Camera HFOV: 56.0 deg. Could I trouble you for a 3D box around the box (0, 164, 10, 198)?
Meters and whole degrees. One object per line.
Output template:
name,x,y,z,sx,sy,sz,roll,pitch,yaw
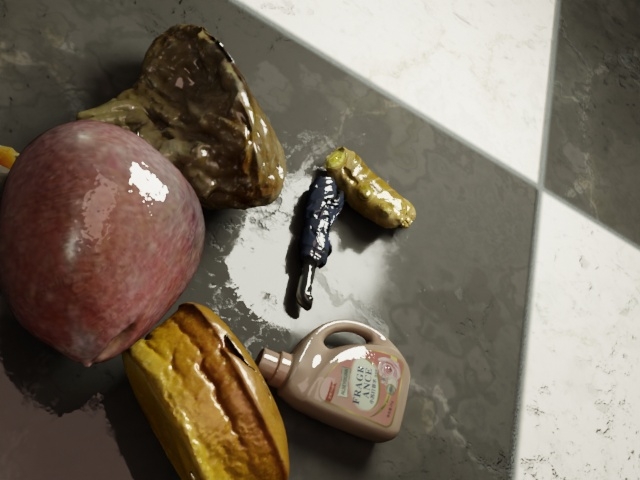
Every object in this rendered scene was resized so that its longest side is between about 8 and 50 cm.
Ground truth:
box,-0.478,0.005,0.666,0.168,0.071,0.259,25,95,-11

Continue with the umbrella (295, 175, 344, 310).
umbrella,-0.006,-0.003,1.012,0.071,0.071,0.248,24,56,-17

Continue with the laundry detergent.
laundry detergent,0.022,0.195,0.930,0.237,0.076,0.171,27,56,-12

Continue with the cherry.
cherry,-0.259,0.002,0.721,0.221,0.261,0.307,-4,62,15

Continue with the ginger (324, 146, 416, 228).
ginger,0.090,-0.079,1.090,0.205,0.081,0.115,33,44,-11

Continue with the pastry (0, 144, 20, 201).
pastry,-0.447,-0.043,0.778,0.182,0.093,0.192,-13,74,-34

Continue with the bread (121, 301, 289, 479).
bread,-0.140,0.212,0.762,0.143,0.195,0.269,-27,74,-27

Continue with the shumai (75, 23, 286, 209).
shumai,-0.225,-0.153,0.942,0.283,0.217,0.346,-34,73,-4
